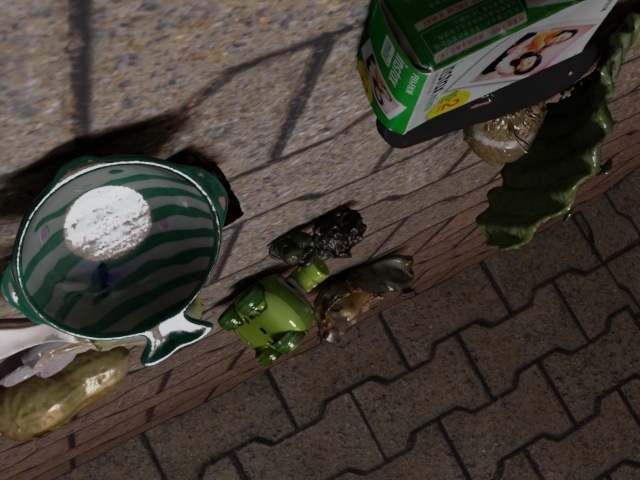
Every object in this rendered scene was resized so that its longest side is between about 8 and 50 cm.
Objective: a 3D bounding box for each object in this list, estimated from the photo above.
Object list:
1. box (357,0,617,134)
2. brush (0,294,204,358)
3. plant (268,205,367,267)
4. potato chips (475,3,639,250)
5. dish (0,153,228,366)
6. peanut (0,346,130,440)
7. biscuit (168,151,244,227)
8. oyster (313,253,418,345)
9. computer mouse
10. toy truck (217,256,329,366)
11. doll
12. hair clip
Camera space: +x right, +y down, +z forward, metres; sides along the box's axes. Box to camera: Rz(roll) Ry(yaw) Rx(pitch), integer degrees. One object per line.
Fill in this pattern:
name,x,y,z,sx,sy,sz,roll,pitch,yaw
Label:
box,0.163,-0.214,0.904,0.250,0.103,0.180,-28,168,-9
brush,-0.247,0.090,0.937,0.312,0.072,0.067,-11,-156,-40
plant,0.000,0.000,1.543,0.174,0.087,0.085,-22,-168,-14
potato chips,0.372,-0.179,1.405,0.373,0.097,0.389,-63,-174,-32
dish,-0.194,0.006,0.897,0.224,0.078,0.246,-29,128,-10
peanut,-0.410,0.236,1.480,0.236,0.110,0.120,-27,156,-19
biscuit,-0.211,-0.001,1.012,0.252,0.070,0.106,-31,168,10
oyster,0.113,0.122,2.220,0.337,0.133,0.198,-25,166,-32
computer mouse,0.180,-0.196,1.065,0.269,0.086,0.137,-20,159,-6
toy truck,-0.085,0.129,1.771,0.187,0.148,0.210,-40,-171,38
doll,0.261,-0.168,1.353,0.105,0.115,0.221,-1,175,-1
hair clip,-0.244,0.105,1.064,0.257,0.075,0.146,-11,159,-40
